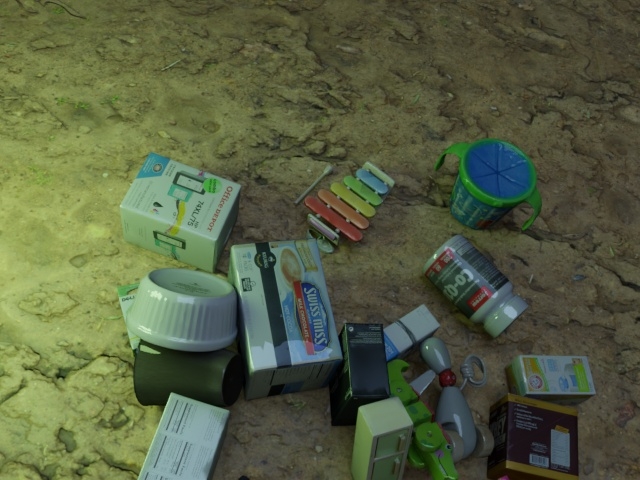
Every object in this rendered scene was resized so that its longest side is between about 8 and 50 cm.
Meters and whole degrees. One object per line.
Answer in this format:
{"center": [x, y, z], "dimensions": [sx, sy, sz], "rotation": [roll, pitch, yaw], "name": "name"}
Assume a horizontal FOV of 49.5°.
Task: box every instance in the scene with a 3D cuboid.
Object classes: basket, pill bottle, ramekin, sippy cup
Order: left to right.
{"center": [-0.326, 0.159, 1.689], "dimensions": [0.273, 0.273, 0.127], "rotation": [12, 102, -4], "name": "ramekin"}
{"center": [-0.312, 0.320, 1.675], "dimensions": [0.227, 0.154, 0.204], "rotation": [7, 99, 18], "name": "basket"}
{"center": [0.442, 0.132, 1.980], "dimensions": [0.161, 0.161, 0.283], "rotation": [-36, 72, -26], "name": "pill bottle"}
{"center": [0.504, -0.154, 2.120], "dimensions": [0.240, 0.224, 0.305], "rotation": [-11, 64, -18], "name": "sippy cup"}

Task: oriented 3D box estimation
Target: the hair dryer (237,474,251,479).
{"center": [-0.116, 0.707, 1.610], "dimensions": [0.294, 0.080, 0.223], "rotation": [26, 75, 11], "name": "hair dryer"}

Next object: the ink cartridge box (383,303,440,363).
{"center": [0.211, 0.271, 1.868], "dimensions": [0.191, 0.139, 0.082], "rotation": [-27, 68, -24], "name": "ink cartridge box"}

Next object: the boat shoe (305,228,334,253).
{"center": [0.000, 0.000, 2.043], "dimensions": [0.100, 0.035, 0.035], "rotation": [39, 61, 12], "name": "boat shoe"}

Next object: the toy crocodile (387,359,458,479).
{"center": [0.234, 0.437, 1.669], "dimensions": [0.105, 0.115, 0.340], "rotation": [-15, 46, -21], "name": "toy crocodile"}

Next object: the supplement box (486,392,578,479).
{"center": [0.546, 0.524, 1.794], "dimensions": [0.191, 0.129, 0.194], "rotation": [13, 59, -3], "name": "supplement box"}

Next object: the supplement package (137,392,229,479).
{"center": [-0.317, 0.518, 1.585], "dimensions": [0.145, 0.204, 0.261], "rotation": [17, 59, 0], "name": "supplement package"}

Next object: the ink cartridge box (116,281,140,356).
{"center": [-0.463, 0.190, 1.828], "dimensions": [0.109, 0.062, 0.209], "rotation": [-13, 64, -18], "name": "ink cartridge box"}

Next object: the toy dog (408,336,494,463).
{"center": [0.313, 0.436, 1.795], "dimensions": [0.220, 0.161, 0.333], "rotation": [27, 44, -23], "name": "toy dog"}

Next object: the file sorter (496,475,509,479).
{"center": [0.346, 0.687, 1.571], "dimensions": [0.182, 0.290, 0.202], "rotation": [-17, 65, -17], "name": "file sorter"}

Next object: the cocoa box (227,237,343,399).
{"center": [-0.101, 0.200, 1.794], "dimensions": [0.228, 0.231, 0.347], "rotation": [-5, 62, -14], "name": "cocoa box"}

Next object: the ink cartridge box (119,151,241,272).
{"center": [-0.380, -0.074, 1.917], "dimensions": [0.270, 0.197, 0.198], "rotation": [20, 59, 0], "name": "ink cartridge box"}

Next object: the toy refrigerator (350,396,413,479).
{"center": [0.142, 0.498, 1.640], "dimensions": [0.102, 0.269, 0.094], "rotation": [-11, 41, -17], "name": "toy refrigerator"}

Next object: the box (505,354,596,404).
{"center": [0.627, 0.384, 1.905], "dimensions": [0.203, 0.103, 0.114], "rotation": [3, 60, -9], "name": "box"}

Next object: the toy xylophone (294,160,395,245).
{"center": [0.065, -0.121, 2.091], "dimensions": [0.236, 0.081, 0.322], "rotation": [31, 55, 7], "name": "toy xylophone"}

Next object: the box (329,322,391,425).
{"center": [0.089, 0.340, 1.734], "dimensions": [0.103, 0.261, 0.184], "rotation": [4, 60, -9], "name": "box"}
